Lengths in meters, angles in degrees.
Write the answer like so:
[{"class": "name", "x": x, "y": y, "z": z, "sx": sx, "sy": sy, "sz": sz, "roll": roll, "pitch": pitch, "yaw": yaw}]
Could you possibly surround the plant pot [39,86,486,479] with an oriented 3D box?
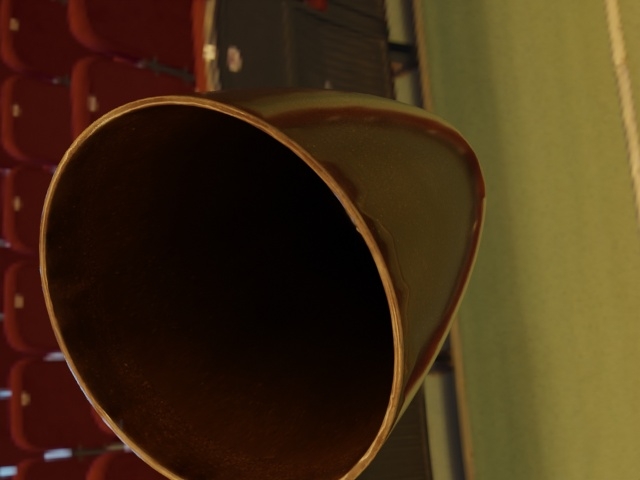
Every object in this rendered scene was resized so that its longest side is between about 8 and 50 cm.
[{"class": "plant pot", "x": 0.000, "y": 0.000, "z": 0.634, "sx": 0.215, "sy": 0.230, "sz": 0.215, "roll": 12, "pitch": 114, "yaw": 28}]
